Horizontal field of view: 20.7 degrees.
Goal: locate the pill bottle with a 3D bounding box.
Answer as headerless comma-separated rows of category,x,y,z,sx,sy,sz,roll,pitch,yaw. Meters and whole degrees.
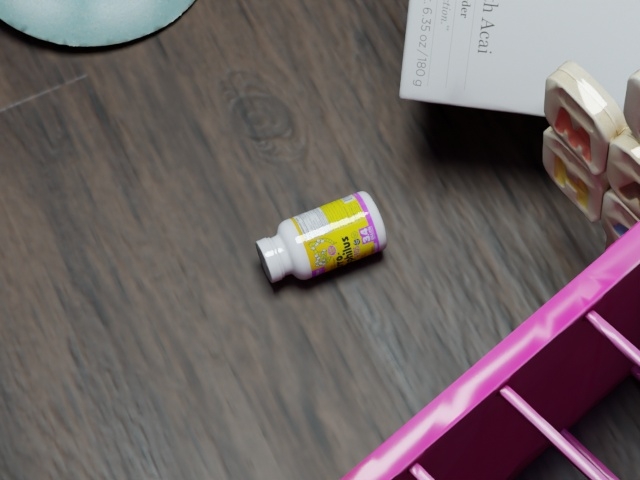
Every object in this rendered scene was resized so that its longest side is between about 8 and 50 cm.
pill bottle,0.000,0.000,1.184,0.083,0.043,0.043,-21,65,-8

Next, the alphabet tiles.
alphabet tiles,0.230,0.020,1.039,0.021,0.278,0.284,-38,69,-10

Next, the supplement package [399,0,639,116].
supplement package,0.212,-0.184,1.162,0.292,0.178,0.175,7,26,5

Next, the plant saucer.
plant saucer,-0.173,-0.235,1.297,0.194,0.037,0.195,3,62,-5

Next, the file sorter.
file sorter,0.149,0.168,1.005,0.290,0.202,0.182,-39,67,-16
